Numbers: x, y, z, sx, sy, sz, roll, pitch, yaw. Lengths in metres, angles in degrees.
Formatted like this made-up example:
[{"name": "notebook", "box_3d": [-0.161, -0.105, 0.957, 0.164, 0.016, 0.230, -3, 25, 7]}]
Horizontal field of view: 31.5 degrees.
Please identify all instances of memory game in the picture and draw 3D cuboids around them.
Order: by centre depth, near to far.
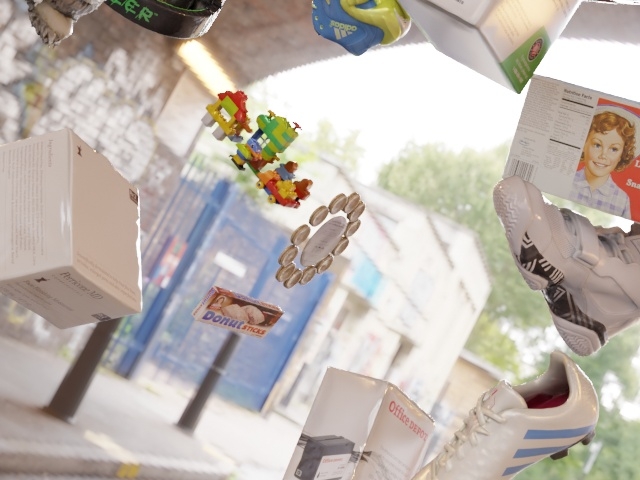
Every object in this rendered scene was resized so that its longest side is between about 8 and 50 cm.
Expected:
[{"name": "memory game", "box_3d": [0.000, 0.000, 1.725, 0.012, 0.186, 0.186, 42, 0, 23]}]

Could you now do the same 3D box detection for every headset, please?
[{"name": "headset", "box_3d": [-0.244, -0.469, 1.861, 0.243, 0.185, 0.394, 36, 28, -5]}]

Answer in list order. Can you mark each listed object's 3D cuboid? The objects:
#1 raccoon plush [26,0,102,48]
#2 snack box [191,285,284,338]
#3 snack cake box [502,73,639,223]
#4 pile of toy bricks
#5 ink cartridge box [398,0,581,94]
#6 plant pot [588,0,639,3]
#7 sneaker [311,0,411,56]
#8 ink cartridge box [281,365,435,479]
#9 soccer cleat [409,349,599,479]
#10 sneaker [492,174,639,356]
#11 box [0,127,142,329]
[{"name": "raccoon plush", "box_3d": [-0.403, -0.430, 1.308, 0.446, 0.216, 0.299, 27, -43, 1]}, {"name": "snack box", "box_3d": [-0.139, 0.123, 1.931, 0.178, 0.064, 0.022, 22, 22, -51]}, {"name": "snack cake box", "box_3d": [0.388, -0.115, 1.499, 0.264, 0.152, 0.089, 23, 13, 35]}, {"name": "pile of toy bricks", "box_3d": [-0.075, -0.152, 1.772, 0.212, 0.105, 0.118, 51, 19, 20]}, {"name": "ink cartridge box", "box_3d": [0.213, -0.323, 1.148, 0.121, 0.289, 0.211, 34, 1, 25]}, {"name": "plant pot", "box_3d": [0.323, -0.429, 1.381, 0.272, 0.265, 0.272, 6, 11, -1]}, {"name": "sneaker", "box_3d": [0.013, -0.358, 1.603, 0.240, 0.126, 0.091, 49, 25, -11]}, {"name": "ink cartridge box", "box_3d": [0.049, 0.392, 1.858, 0.129, 0.307, 0.223, 12, -20, 32]}, {"name": "soccer cleat", "box_3d": [0.213, 0.262, 1.478, 0.116, 0.331, 0.143, 39, -22, 56]}, {"name": "sneaker", "box_3d": [0.382, 0.006, 1.564, 0.366, 0.210, 0.137, 51, 18, -42]}, {"name": "box", "box_3d": [-0.310, -0.010, 1.379, 0.119, 0.182, 0.181, -13, -25, 14]}]
